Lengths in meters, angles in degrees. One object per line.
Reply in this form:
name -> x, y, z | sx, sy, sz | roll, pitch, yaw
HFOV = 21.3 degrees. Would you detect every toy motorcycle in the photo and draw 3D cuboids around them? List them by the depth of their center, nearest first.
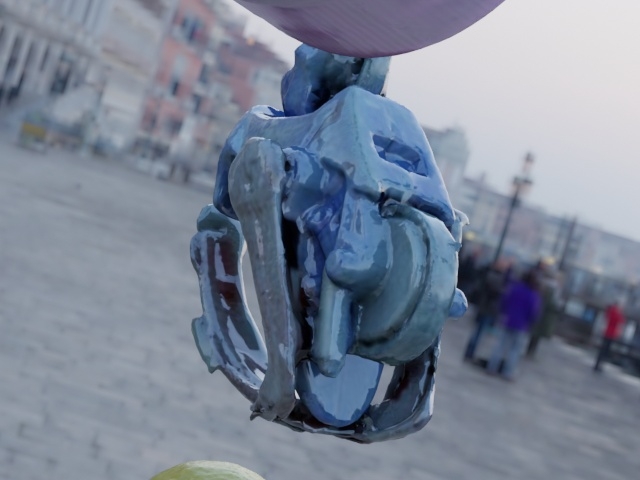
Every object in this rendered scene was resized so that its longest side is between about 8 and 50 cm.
toy motorcycle -> -0.017, -0.009, 1.241 | 0.241, 0.319, 0.182 | -25, -41, 15

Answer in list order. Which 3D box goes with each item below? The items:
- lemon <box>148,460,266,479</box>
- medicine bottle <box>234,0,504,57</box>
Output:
lemon -> -0.121, 0.365, 1.886 | 0.233, 0.233, 0.288 | 17, 18, -26
medicine bottle -> -0.039, -0.220, 0.685 | 0.202, 0.202, 0.316 | 18, -5, 35
